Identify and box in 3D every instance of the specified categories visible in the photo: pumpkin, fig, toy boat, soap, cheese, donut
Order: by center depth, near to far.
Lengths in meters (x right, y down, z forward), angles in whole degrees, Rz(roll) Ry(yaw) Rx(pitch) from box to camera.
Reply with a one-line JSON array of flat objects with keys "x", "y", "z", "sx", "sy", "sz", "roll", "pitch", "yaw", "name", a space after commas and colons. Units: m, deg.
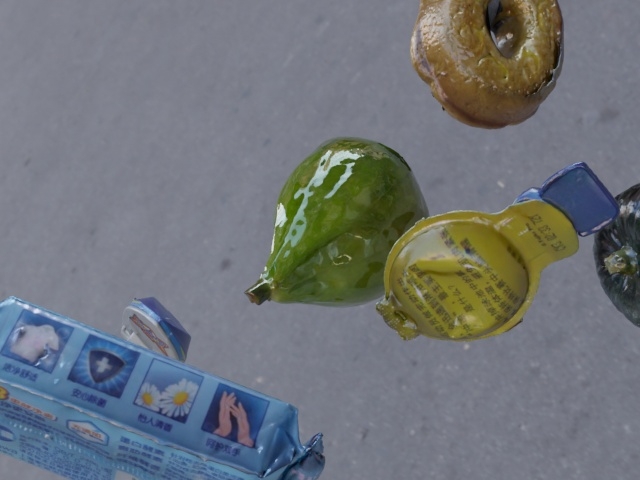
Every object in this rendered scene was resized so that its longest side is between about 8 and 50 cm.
[{"x": -0.145, "y": 0.144, "z": 0.825, "sx": 0.156, "sy": 0.293, "sz": 0.077, "roll": 116, "pitch": 176, "yaw": -54, "name": "soap"}, {"x": 0.166, "y": 0.018, "z": 1.016, "sx": 0.250, "sy": 0.156, "sz": 0.064, "roll": -33, "pitch": 25, "yaw": 21, "name": "cheese"}, {"x": 0.447, "y": 0.020, "z": 1.398, "sx": 0.211, "sy": 0.152, "sz": 0.212, "roll": 30, "pitch": 126, "yaw": 51, "name": "pumpkin"}, {"x": 0.019, "y": 0.007, "z": 1.478, "sx": 0.233, "sy": 0.233, "sz": 0.314, "roll": 5, "pitch": 56, "yaw": 51, "name": "fig"}, {"x": -0.266, "y": 0.150, "z": 1.699, "sx": 0.088, "sy": 0.129, "sz": 0.295, "roll": -43, "pitch": -2, "yaw": -17, "name": "toy boat"}, {"x": 0.316, "y": -0.370, "z": 1.967, "sx": 0.299, "sy": 0.317, "sz": 0.150, "roll": -25, "pitch": -8, "yaw": -26, "name": "donut"}]
